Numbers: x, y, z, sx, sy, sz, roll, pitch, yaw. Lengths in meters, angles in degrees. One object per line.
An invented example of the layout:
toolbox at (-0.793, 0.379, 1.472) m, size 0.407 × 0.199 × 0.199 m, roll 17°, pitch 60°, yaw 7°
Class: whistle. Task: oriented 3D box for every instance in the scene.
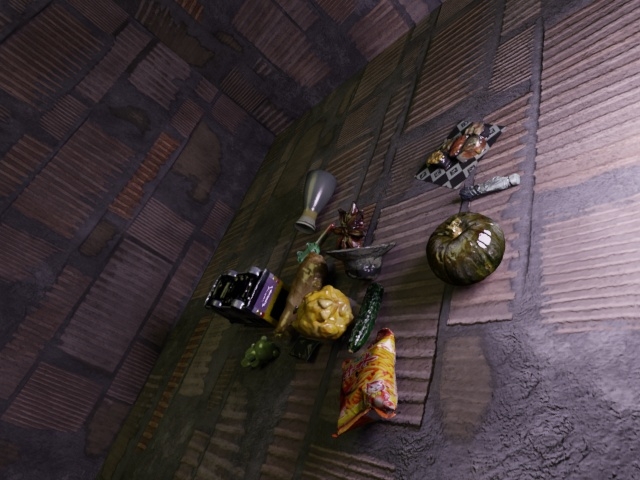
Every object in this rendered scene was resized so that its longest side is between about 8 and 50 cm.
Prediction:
whistle at (-0.267, 0.489, 1.745) m, size 0.227 × 0.105 × 0.085 m, roll -41°, pitch -2°, yaw 31°

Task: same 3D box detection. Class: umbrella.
umbrella at (0.522, -0.170, 1.266) m, size 0.188 × 0.046 × 0.050 m, roll -18°, pitch 63°, yaw 51°

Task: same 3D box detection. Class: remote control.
remote control at (0.090, 0.242, 1.516) m, size 0.067 × 0.029 × 0.261 m, roll -64°, pitch 24°, yaw -4°

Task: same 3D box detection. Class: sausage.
sausage at (0.000, 0.000, 1.969) m, size 0.223 × 0.029 × 0.029 m, roll -52°, pitch 25°, yaw 4°

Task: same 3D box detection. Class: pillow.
pillow at (-0.062, 0.408, 1.541) m, size 0.150 × 0.048 × 0.091 m, roll -9°, pitch 52°, yaw 59°

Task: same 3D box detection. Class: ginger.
ginger at (-0.100, 0.223, 1.714) m, size 0.375 × 0.166 × 0.236 m, roll -48°, pitch 34°, yaw -2°

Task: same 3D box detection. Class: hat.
hat at (0.152, 0.082, 1.469) m, size 0.265 × 0.265 × 0.129 m, roll -12°, pitch 83°, yaw 55°

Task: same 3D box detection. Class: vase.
vase at (-0.032, -0.199, 2.141) m, size 0.173 × 0.173 × 0.322 m, roll -14°, pitch 52°, yaw 53°

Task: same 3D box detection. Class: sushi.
sushi at (0.495, -0.342, 1.520) m, size 0.294 × 0.059 × 0.292 m, roll -52°, pitch 25°, yaw 4°

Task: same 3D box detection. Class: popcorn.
popcorn at (0.011, 0.249, 1.406) m, size 0.253 × 0.191 × 0.190 m, roll -27°, pitch 48°, yaw 59°

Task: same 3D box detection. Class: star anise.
star anise at (0.136, -0.034, 1.722) m, size 0.272 × 0.102 × 0.272 m, roll -15°, pitch 72°, yaw 58°

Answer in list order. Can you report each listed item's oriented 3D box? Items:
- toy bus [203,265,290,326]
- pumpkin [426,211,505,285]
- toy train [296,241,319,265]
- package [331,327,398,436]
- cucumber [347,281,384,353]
toy bus at (-0.350, 0.281, 1.963) m, size 0.439 × 0.249 × 0.210 m, roll -10°, pitch 49°, yaw 48°
pumpkin at (0.395, 0.018, 1.123) m, size 0.223 × 0.157 × 0.224 m, roll -34°, pitch 24°, yaw 18°
toy train at (-0.058, 0.081, 1.921) m, size 0.149 × 0.081 × 0.099 m, roll -43°, pitch 26°, yaw 9°
package at (0.131, 0.409, 1.144) m, size 0.223 × 0.108 × 0.288 m, roll -40°, pitch 16°, yaw 29°
cucumber at (0.145, 0.251, 1.295) m, size 0.067 × 0.067 × 0.294 m, roll -31°, pitch 19°, yaw 39°
